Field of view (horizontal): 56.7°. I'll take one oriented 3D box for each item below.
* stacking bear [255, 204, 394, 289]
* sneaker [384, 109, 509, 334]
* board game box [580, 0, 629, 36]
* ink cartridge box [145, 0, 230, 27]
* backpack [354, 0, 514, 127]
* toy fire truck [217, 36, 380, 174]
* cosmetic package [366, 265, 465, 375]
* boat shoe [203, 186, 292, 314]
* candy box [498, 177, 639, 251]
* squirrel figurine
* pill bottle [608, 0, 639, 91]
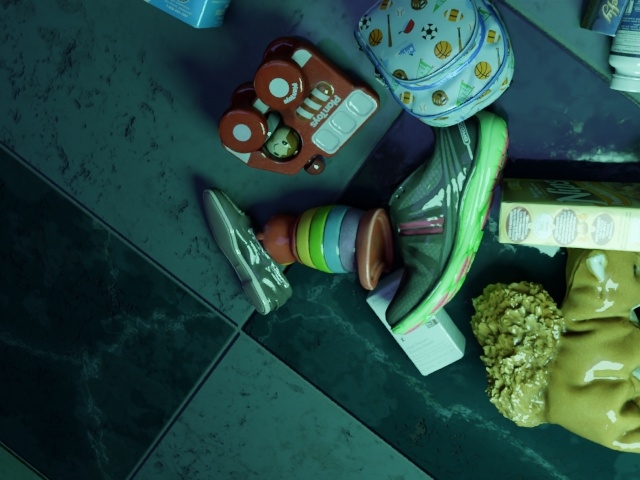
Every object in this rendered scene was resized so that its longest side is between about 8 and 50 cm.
[{"bbox_3d":[0.000,0.000,1.330,0.289,0.175,0.164,3,109,25],"label":"stacking bear"},{"bbox_3d":[0.229,-0.037,1.224,0.202,0.185,0.482,21,98,22],"label":"sneaker"},{"bbox_3d":[0.504,-0.468,0.977,0.042,0.165,0.243,19,115,10],"label":"board game box"},{"bbox_3d":[-0.263,-0.619,1.183,0.223,0.129,0.307,30,116,5],"label":"ink cartridge box"},{"bbox_3d":[0.215,-0.348,1.070,0.277,0.213,0.263,-35,82,26],"label":"backpack"},{"bbox_3d":[-0.056,-0.257,1.253,0.254,0.169,0.302,35,119,-18],"label":"toy fire truck"},{"bbox_3d":[0.221,0.182,1.364,0.117,0.085,0.231,-35,98,25],"label":"cosmetic package"},{"bbox_3d":[-0.175,0.016,1.435,0.112,0.096,0.335,-12,106,59],"label":"boat shoe"},{"bbox_3d":[0.505,-0.053,1.125,0.317,0.183,0.087,5,111,16],"label":"candy box"},{"bbox_3d":[0.499,0.178,1.176,0.397,0.281,0.370,-2,103,16],"label":"squirrel figurine"},{"bbox_3d":[0.564,-0.351,1.041,0.094,0.094,0.169,10,113,14],"label":"pill bottle"}]
